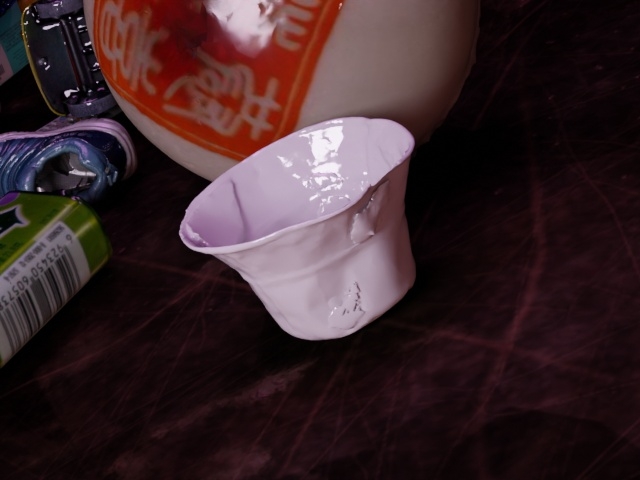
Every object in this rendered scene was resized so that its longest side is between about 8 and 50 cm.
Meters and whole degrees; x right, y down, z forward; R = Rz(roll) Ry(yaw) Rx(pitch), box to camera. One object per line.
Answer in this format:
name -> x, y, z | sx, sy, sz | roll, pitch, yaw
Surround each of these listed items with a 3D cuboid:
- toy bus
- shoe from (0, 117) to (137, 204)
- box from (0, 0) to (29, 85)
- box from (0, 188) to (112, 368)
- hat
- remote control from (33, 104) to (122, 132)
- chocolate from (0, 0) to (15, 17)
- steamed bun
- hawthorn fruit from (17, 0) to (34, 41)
toy bus -> -0.171, -0.254, 1.943 | 0.331, 0.145, 0.151 | -15, 20, 2
shoe -> -0.298, -0.066, 1.773 | 0.207, 0.091, 0.106 | -13, 22, 17
box -> -0.552, -0.265, 2.352 | 0.311, 0.118, 0.205 | -1, 32, 40
box -> -0.337, 0.084, 1.521 | 0.134, 0.097, 0.345 | 5, 37, 33
hat -> 0.000, 0.000, 1.342 | 0.203, 0.126, 0.203 | -20, 26, 10
remote control -> -0.303, -0.122, 1.962 | 0.065, 0.029, 0.166 | 5, 34, 46
chocolate -> -0.444, -0.289, 2.071 | 0.343, 0.126, 0.148 | -48, 25, 25
steamed bun -> -0.055, -0.208, 1.496 | 0.374, 0.374, 0.241 | -5, 17, 36
hawthorn fruit -> -0.292, -0.285, 2.108 | 0.189, 0.189, 0.189 | -20, 26, 10
